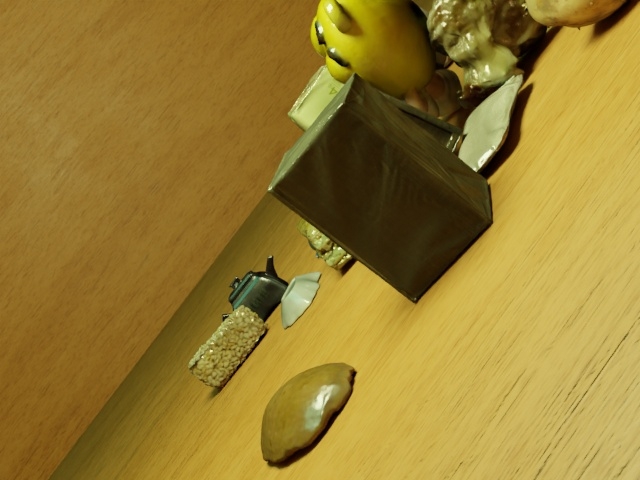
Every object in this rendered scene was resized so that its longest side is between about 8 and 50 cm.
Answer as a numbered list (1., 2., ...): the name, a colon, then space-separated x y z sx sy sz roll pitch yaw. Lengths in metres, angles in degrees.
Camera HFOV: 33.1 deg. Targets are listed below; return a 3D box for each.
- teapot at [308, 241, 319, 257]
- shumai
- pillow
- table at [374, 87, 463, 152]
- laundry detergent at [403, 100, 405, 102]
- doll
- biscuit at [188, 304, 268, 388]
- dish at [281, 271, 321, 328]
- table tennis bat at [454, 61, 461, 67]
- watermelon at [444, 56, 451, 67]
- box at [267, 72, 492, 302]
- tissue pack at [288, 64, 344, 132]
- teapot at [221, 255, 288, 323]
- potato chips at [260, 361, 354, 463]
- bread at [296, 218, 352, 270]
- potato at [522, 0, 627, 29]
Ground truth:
1. teapot: 0.004 -0.002 2.070 0.049 0.064 0.083 -18 12 7
2. shumai: 0.259 -0.295 1.635 0.161 0.209 0.153 -24 59 42
3. pillow: 0.232 -0.151 1.510 0.130 0.038 0.233 -45 12 34
4. table: 0.094 -0.117 1.592 0.193 0.172 0.169 -146 79 -80
5. laundry detergent: 0.141 -0.264 2.320 0.206 0.061 0.097 -44 9 40
6. doll: 0.107 -0.335 1.757 0.161 0.423 0.348 -35 44 21
7. biscuit: -0.176 0.200 2.033 0.168 0.082 0.070 -52 7 4
8. dish: -0.041 0.093 1.916 0.091 0.039 0.137 -46 12 34
9. table tennis bat: 0.264 -0.350 1.787 0.150 0.027 0.236 -49 -25 24
10. watermelon: 0.229 -0.377 2.291 0.187 0.071 0.139 -36 17 -14
11. box: 0.078 -0.068 1.346 0.149 0.231 0.155 -48 9 22
12. tissue pack: 0.067 -0.191 1.859 0.125 0.234 0.159 -53 8 4
13. teapot: -0.136 0.109 2.142 0.177 0.096 0.087 -52 9 3
14. potato chips: -0.028 0.213 1.373 0.150 0.049 0.201 -61 18 -20
15. bread: 0.034 -0.034 1.845 0.138 0.102 0.196 -54 10 6
16. potato: 0.374 -0.369 1.427 0.235 0.128 0.161 -50 24 -15
